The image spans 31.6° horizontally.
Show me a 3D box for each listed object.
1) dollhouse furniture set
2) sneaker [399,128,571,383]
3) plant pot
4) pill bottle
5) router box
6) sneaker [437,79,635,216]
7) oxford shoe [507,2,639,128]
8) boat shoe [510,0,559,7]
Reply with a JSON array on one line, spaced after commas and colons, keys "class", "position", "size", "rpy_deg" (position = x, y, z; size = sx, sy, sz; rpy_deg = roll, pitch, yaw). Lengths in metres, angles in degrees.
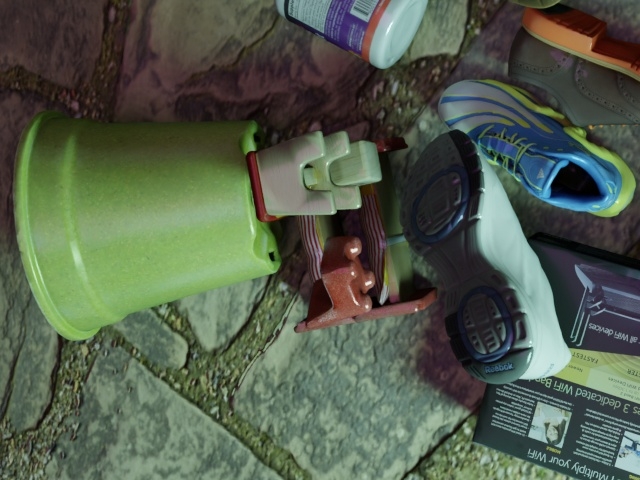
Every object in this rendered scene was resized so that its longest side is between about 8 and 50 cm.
[{"class": "dollhouse furniture set", "position": [0.000, 0.000, 1.185], "size": [0.152, 0.374, 0.201], "rpy_deg": [-11, 91, 17]}, {"class": "sneaker", "position": [0.173, 0.020, 1.186], "size": [0.111, 0.129, 0.297], "rpy_deg": [-31, 59, 32]}, {"class": "plant pot", "position": [-0.183, -0.034, 1.327], "size": [0.254, 0.276, 0.276], "rpy_deg": [-8, 94, 9]}, {"class": "pill bottle", "position": [0.015, -0.283, 1.283], "size": [0.193, 0.108, 0.108], "rpy_deg": [31, 106, 15]}, {"class": "router box", "position": [0.345, 0.149, 1.228], "size": [0.309, 0.081, 0.243], "rpy_deg": [18, 102, 18]}, {"class": "sneaker", "position": [0.226, -0.104, 1.216], "size": [0.240, 0.126, 0.091], "rpy_deg": [29, 105, 15]}, {"class": "oxford shoe", "position": [0.326, -0.157, 1.203], "size": [0.271, 0.097, 0.098], "rpy_deg": [34, 124, 20]}, {"class": "boat shoe", "position": [0.154, -0.352, 1.232], "size": [0.302, 0.098, 0.109], "rpy_deg": [29, 137, 19]}]
